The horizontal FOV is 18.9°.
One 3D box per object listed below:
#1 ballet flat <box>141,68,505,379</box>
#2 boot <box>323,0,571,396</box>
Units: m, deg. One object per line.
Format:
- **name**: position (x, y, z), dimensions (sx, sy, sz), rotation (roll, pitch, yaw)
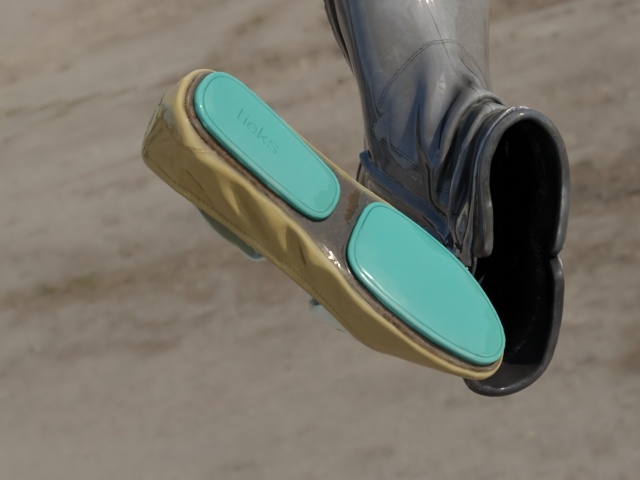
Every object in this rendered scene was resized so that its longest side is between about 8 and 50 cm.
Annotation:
- **ballet flat**: position (0.000, 0.000, 1.046), dimensions (0.073, 0.232, 0.080), rotation (-40, 11, 42)
- **boot**: position (0.091, -0.090, 1.200), dimensions (0.118, 0.338, 0.222), rotation (-11, 14, -14)
